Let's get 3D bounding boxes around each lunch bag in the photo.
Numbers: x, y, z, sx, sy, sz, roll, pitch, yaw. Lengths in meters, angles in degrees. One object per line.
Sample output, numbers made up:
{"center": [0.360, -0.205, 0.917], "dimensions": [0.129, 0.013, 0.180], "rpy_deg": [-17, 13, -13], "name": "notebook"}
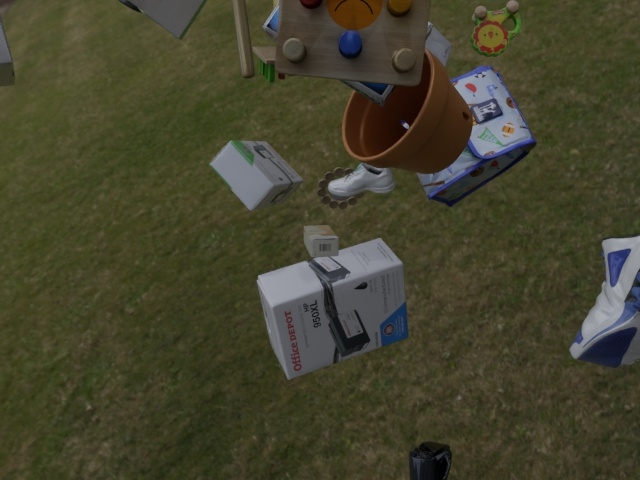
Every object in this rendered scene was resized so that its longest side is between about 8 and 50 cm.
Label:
{"center": [0.487, -0.355, 1.966], "dimensions": [0.385, 0.239, 0.328], "rpy_deg": [-33, 69, 30], "name": "lunch bag"}

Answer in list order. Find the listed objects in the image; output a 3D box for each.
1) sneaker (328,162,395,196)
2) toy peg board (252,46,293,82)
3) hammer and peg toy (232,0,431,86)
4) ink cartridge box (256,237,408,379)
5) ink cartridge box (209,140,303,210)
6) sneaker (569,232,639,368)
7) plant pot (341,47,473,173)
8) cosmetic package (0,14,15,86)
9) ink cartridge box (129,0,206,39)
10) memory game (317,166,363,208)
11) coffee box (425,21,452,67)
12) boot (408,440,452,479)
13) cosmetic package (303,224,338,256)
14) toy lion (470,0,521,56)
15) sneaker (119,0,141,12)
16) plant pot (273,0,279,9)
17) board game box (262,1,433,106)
{"center": [0.119, -0.193, 1.774], "dimensions": [0.212, 0.094, 0.080], "rpy_deg": [-3, 39, 20], "name": "sneaker"}
{"center": [-0.128, -0.582, 1.926], "dimensions": [0.160, 0.079, 0.161], "rpy_deg": [-7, 35, -21], "name": "toy peg board"}
{"center": [0.003, -0.397, 0.977], "dimensions": [0.361, 0.266, 0.127], "rpy_deg": [5, 12, 1], "name": "hammer and peg toy"}
{"center": [0.041, 0.198, 1.700], "dimensions": [0.394, 0.286, 0.166], "rpy_deg": [-17, 33, -12], "name": "ink cartridge box"}
{"center": [-0.208, -0.227, 1.968], "dimensions": [0.121, 0.211, 0.289], "rpy_deg": [-45, -6, 19], "name": "ink cartridge box"}
{"center": [0.618, 0.096, 1.162], "dimensions": [0.127, 0.316, 0.182], "rpy_deg": [17, 34, -9], "name": "sneaker"}
{"center": [0.221, -0.287, 1.377], "dimensions": [0.291, 0.203, 0.291], "rpy_deg": [-29, 50, 43], "name": "plant pot"}
{"center": [-0.633, -0.274, 0.793], "dimensions": [0.365, 0.155, 0.197], "rpy_deg": [-17, 11, -27], "name": "cosmetic package"}
{"center": [-0.393, -0.632, 1.421], "dimensions": [0.171, 0.235, 0.056], "rpy_deg": [-53, 45, 8], "name": "ink cartridge box"}
{"center": [0.079, -0.198, 2.210], "dimensions": [0.186, 0.186, 0.012], "rpy_deg": [-22, 35, 7], "name": "memory game"}
{"center": [0.226, -0.451, 1.578], "dimensions": [0.246, 0.098, 0.141], "rpy_deg": [-35, 24, 45], "name": "coffee box"}
{"center": [0.263, 0.543, 1.248], "dimensions": [0.094, 0.246, 0.207], "rpy_deg": [-1, 77, 39], "name": "boot"}
{"center": [0.000, 0.000, 1.231], "dimensions": [0.060, 0.041, 0.115], "rpy_deg": [-3, 15, -10], "name": "cosmetic package"}
{"center": [0.334, -0.400, 1.108], "dimensions": [0.100, 0.096, 0.034], "rpy_deg": [-11, -6, -1], "name": "toy lion"}
{"center": [-0.531, -0.763, 1.629], "dimensions": [0.145, 0.090, 0.270], "rpy_deg": [-47, 52, 22], "name": "sneaker"}
{"center": [-0.001, -0.646, 1.650], "dimensions": [0.254, 0.254, 0.239], "rpy_deg": [-36, 55, -14], "name": "plant pot"}
{"center": [0.056, -0.445, 1.232], "dimensions": [0.305, 0.053, 0.193], "rpy_deg": [33, 88, 7], "name": "board game box"}
